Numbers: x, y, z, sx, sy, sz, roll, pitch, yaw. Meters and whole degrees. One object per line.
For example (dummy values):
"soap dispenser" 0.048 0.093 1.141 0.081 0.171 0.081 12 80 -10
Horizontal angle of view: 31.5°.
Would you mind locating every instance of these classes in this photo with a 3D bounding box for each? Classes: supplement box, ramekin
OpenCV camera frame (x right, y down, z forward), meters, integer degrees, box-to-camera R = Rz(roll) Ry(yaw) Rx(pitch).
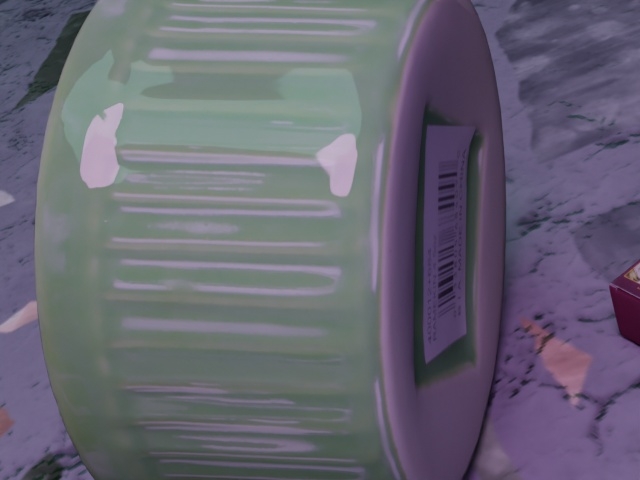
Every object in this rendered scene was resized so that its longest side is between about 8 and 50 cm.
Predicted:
"supplement box" 0.215 0.026 0.644 0.083 0.043 0.055 -35 37 -18
"ramekin" 0.000 0.000 0.588 0.148 0.303 0.303 2 41 20
